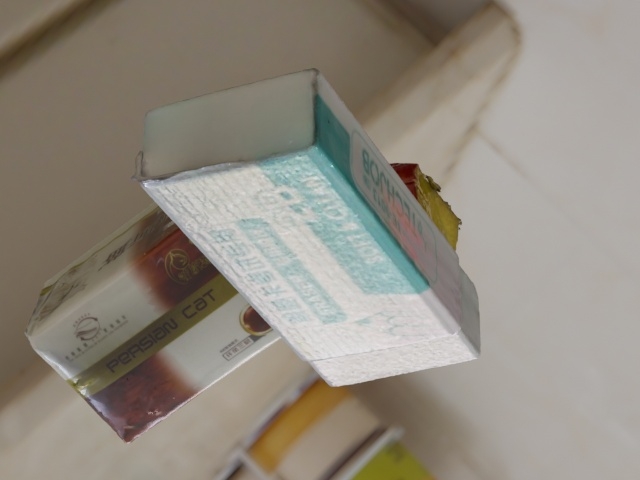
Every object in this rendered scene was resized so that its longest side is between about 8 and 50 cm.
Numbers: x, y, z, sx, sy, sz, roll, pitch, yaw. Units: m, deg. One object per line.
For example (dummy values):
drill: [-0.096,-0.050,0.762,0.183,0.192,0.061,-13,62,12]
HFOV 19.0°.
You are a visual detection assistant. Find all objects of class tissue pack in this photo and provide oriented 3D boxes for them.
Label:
tissue pack: [-0.096,0.040,1.231,0.148,0.106,0.099,-36,-162,16]

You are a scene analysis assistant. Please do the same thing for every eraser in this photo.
eraser: [0.000,0.000,0.978,0.095,0.052,0.225,-13,145,20]

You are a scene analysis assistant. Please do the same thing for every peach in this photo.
peach: [0.065,0.010,1.682,0.151,0.118,0.151,-165,-90,-80]
